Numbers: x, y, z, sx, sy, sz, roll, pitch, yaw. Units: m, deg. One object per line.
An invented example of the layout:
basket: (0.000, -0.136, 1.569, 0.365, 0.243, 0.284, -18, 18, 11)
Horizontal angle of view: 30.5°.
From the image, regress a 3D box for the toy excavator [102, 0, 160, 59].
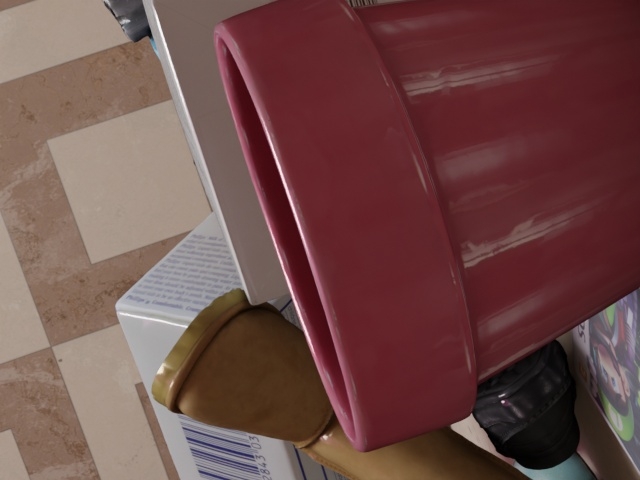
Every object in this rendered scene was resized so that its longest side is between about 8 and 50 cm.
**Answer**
toy excavator: (-0.074, -0.206, 1.436, 0.445, 0.222, 0.433, 58, -177, -36)

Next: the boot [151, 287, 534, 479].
boot: (0.049, 0.138, 0.752, 0.269, 0.089, 0.236, 32, -175, 19)

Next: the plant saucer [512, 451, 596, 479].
plant saucer: (0.216, 0.306, 0.929, 0.317, 0.043, 0.318, 161, 90, -85)

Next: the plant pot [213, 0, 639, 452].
plant pot: (0.067, -0.029, 0.521, 0.201, 0.180, 0.201, 161, 90, -85)

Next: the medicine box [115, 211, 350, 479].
medicine box: (-0.008, 0.089, 1.064, 0.149, 0.289, 0.263, 8, 128, 33)

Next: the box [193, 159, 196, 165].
box: (-0.061, -0.186, 1.201, 0.163, 0.142, 0.247, -127, 34, -72)

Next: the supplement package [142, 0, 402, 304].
supplement package: (-0.002, -0.116, 0.800, 0.263, 0.199, 0.198, -124, 16, -69)

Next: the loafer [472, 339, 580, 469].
loafer: (0.146, 0.115, 0.796, 0.078, 0.076, 0.223, 51, 178, 12)

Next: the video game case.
video game case: (0.178, 0.076, 0.611, 0.190, 0.022, 0.173, -115, 8, -47)
